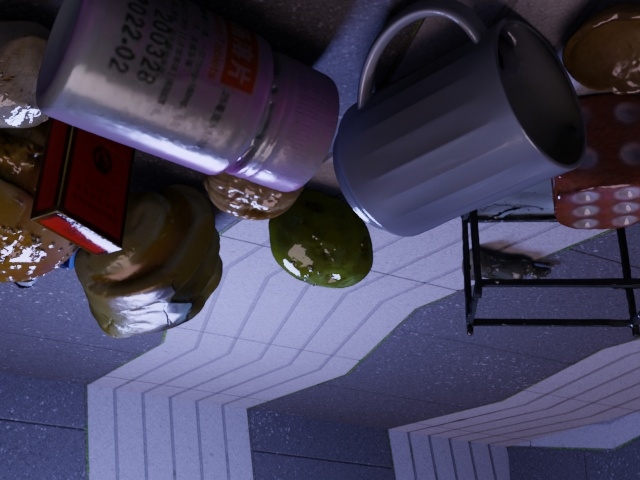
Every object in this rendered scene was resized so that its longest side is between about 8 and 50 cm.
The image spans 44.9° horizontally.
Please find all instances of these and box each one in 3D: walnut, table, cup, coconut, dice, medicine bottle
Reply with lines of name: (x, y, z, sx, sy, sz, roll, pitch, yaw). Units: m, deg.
walnut: (-0.117, -0.112, 1.393, 0.184, 0.155, 0.155, 7, 154, -16)
table: (0.444, 0.021, 1.477, 0.335, 0.272, 0.222, -1, 153, 6)
cup: (0.173, -0.186, 1.165, 0.327, 0.237, 0.323, -23, 115, 41)
coconut: (-0.464, -0.245, 1.141, 0.162, 0.161, 0.161, 7, 163, 41)
dice: (0.472, -0.126, 1.288, 0.174, 0.179, 0.175, -4, 151, 14)
medicine bottle: (-0.181, -0.216, 1.104, 0.388, 0.219, 0.219, 19, 149, -29)

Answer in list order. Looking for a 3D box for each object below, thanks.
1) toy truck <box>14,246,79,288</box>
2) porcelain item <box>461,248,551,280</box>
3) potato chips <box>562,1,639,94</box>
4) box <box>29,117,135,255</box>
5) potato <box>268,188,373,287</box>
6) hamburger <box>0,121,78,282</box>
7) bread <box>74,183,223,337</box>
toy truck: (-0.687, -0.016, 1.605, 0.367, 0.175, 0.146, 10, 151, -17)
porcelain item: (0.442, 0.068, 1.820, 0.215, 0.069, 0.081, 7, 149, -20)
potato chips: (0.448, -0.280, 1.104, 0.208, 0.062, 0.195, 7, 159, -12)
box: (-0.392, -0.114, 1.306, 0.074, 0.240, 0.153, -16, 149, 28)
potato: (0.000, 0.000, 1.588, 0.186, 0.148, 0.253, -40, 117, 8)
hamburger: (-0.584, -0.097, 1.349, 0.287, 0.268, 0.445, -25, 142, 37)
bread: (-0.331, 0.048, 1.568, 0.300, 0.210, 0.341, -32, 158, -25)
